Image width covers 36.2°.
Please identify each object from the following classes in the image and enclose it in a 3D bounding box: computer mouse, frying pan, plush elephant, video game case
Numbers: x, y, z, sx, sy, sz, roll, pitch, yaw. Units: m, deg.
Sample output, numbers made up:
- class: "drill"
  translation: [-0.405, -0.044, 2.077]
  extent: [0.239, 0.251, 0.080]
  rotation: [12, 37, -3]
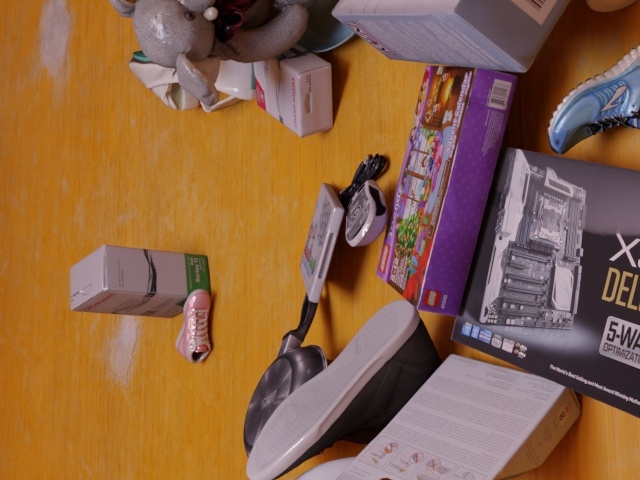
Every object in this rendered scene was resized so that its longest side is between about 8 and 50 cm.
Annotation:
- class: "computer mouse"
  translation: [0.065, -0.045, 1.368]
  extent: [0.106, 0.042, 0.193]
  rotation: [-54, 18, 25]
- class: "frying pan"
  translation: [-0.032, 0.175, 1.379]
  extent: [0.197, 0.053, 0.326]
  rotation: [-17, 51, 63]
- class: "plush elephant"
  translation: [-0.170, -0.344, 1.418]
  extent: [0.272, 0.255, 0.330]
  rotation: [39, 115, 1]
- class: "video game case"
  translation: [0.000, 0.000, 1.447]
  extent: [0.157, 0.019, 0.143]
  rotation: [-111, 35, -73]

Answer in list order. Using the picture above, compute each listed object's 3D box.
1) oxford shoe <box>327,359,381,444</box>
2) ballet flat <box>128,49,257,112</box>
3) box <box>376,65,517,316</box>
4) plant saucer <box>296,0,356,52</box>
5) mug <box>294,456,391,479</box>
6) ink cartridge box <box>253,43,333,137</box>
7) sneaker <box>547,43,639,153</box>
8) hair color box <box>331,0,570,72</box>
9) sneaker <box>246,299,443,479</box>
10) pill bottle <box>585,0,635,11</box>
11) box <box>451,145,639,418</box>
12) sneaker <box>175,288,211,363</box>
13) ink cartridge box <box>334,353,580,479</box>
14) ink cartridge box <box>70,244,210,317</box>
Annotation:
- class: "oxford shoe"
  translation: [-0.003, 0.225, 1.407]
  extent: [0.271, 0.098, 0.097]
  rotation: [7, 91, 53]
- class: "ballet flat"
  translation: [-0.233, -0.297, 1.785]
  extent: [0.400, 0.139, 0.139]
  rotation: [7, 90, 52]
- class: "box"
  translation: [0.151, -0.071, 1.229]
  extent: [0.201, 0.057, 0.294]
  rotation: [-137, 59, -76]
- class: "plant saucer"
  translation: [0.033, -0.446, 1.518]
  extent: [0.317, 0.043, 0.318]
  rotation: [-10, 77, 51]
- class: "mug"
  translation: [0.013, 0.443, 1.146]
  extent: [0.276, 0.373, 0.328]
  rotation: [83, 180, -54]
- class: "ink cartridge box"
  translation: [-0.043, -0.243, 1.537]
  extent: [0.150, 0.063, 0.109]
  rotation: [40, 142, 47]
- class: "sneaker"
  translation: [0.319, -0.144, 1.055]
  extent: [0.162, 0.063, 0.073]
  rotation: [-38, 64, 17]
- class: "hair color box"
  translation: [0.160, -0.312, 1.148]
  extent: [0.185, 0.113, 0.374]
  rotation: [-57, 22, 1]
- class: "sneaker"
  translation: [0.049, 0.226, 1.234]
  extent: [0.296, 0.147, 0.104]
  rotation: [-44, 26, -7]
- class: "pill bottle"
  translation: [0.314, -0.334, 1.104]
  extent: [0.078, 0.078, 0.137]
  rotation: [-42, 53, 41]
- class: "box"
  translation: [0.297, 0.038, 1.066]
  extent: [0.307, 0.076, 0.243]
  rotation: [21, 100, 52]
- class: "sneaker"
  translation: [-0.215, 0.157, 1.736]
  extent: [0.070, 0.051, 0.134]
  rotation: [41, 120, 46]
- class: "ink cartridge box"
  translation: [0.156, 0.237, 1.118]
  extent: [0.232, 0.066, 0.189]
  rotation: [-47, 30, -24]
- class: "ink cartridge box"
  translation: [-0.328, 0.077, 1.764]
  extent: [0.153, 0.208, 0.087]
  rotation: [-26, 64, 47]
